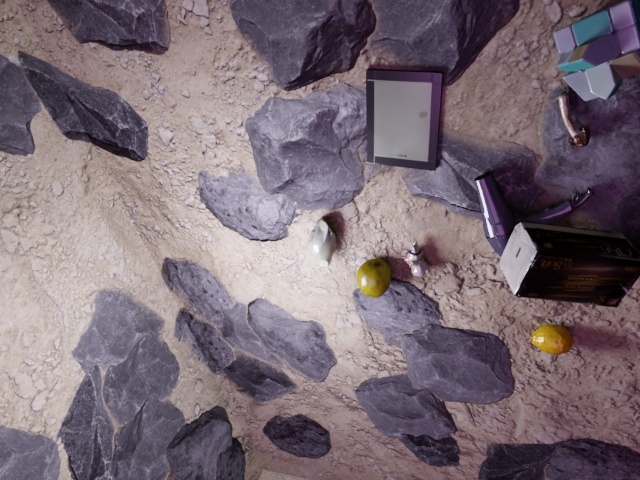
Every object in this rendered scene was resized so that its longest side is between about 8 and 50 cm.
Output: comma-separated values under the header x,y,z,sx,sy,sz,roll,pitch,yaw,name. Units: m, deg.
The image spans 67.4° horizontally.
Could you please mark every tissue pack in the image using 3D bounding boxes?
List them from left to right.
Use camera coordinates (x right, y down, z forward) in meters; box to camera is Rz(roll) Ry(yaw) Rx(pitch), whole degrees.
x,y,z,sx,sy,sz,roll,pitch,yaw,name
0.794,0.069,1.552,0.369,0.198,0.210,6,130,-4,tissue pack

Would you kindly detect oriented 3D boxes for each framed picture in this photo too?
x,y,z,sx,sy,sz,roll,pitch,yaw,name
0.282,-0.413,1.665,0.264,0.016,0.347,9,125,21,framed picture

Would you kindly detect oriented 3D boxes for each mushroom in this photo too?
x,y,z,sx,sy,sz,roll,pitch,yaw,name
0.752,-0.363,1.438,0.060,0.061,0.187,-18,108,40,mushroom

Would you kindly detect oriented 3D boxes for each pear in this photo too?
x,y,z,sx,sy,sz,roll,pitch,yaw,name
0.221,0.158,2.004,0.148,0.149,0.162,21,122,13,pear

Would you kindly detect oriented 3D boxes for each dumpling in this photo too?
x,y,z,sx,sy,sz,roll,pitch,yaw,name
0.000,0.000,2.041,0.151,0.124,0.229,44,136,43,dumpling

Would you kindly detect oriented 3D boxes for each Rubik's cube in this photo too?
x,y,z,sx,sy,sz,roll,pitch,yaw,name
0.743,-0.484,1.231,0.224,0.265,0.213,-9,107,47,Rubik's cube

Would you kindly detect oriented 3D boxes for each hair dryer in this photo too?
x,y,z,sx,sy,sz,roll,pitch,yaw,name
0.717,-0.119,1.615,0.360,0.121,0.301,-18,104,25,hair dryer

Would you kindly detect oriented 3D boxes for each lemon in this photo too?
x,y,z,sx,sy,sz,roll,pitch,yaw,name
0.890,0.380,1.844,0.154,0.114,0.114,0,122,32,lemon

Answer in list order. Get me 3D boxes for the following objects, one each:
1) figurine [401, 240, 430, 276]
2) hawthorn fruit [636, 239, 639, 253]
x,y,z,sx,sy,sz,roll,pitch,yaw,name
0.368,0.075,1.915,0.098,0.081,0.146,-18,113,35,figurine
1.053,-0.022,1.487,0.165,0.165,0.286,-10,97,32,hawthorn fruit
